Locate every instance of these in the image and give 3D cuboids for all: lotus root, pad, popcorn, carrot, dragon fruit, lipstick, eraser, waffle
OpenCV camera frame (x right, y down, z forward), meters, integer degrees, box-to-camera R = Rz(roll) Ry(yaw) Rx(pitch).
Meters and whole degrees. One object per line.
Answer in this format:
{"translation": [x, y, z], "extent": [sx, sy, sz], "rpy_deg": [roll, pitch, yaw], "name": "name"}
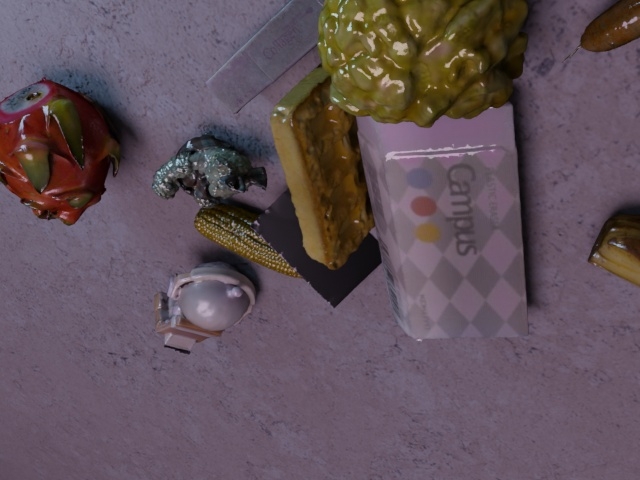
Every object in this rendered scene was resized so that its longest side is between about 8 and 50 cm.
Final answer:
{"translation": [0.412, 0.017, 1.140], "extent": [0.135, 0.095, 0.159], "rpy_deg": [25, 180, 21], "name": "lotus root"}
{"translation": [0.000, 0.000, 1.416], "extent": [0.127, 0.004, 0.190], "rpy_deg": [-44, 99, 10], "name": "pad"}
{"translation": [0.121, -0.225, 0.999], "extent": [0.212, 0.259, 0.259], "rpy_deg": [34, 146, 39], "name": "popcorn"}
{"translation": [0.367, -0.248, 0.909], "extent": [0.298, 0.078, 0.078], "rpy_deg": [-21, 115, 43], "name": "carrot"}
{"translation": [-0.440, -0.145, 1.493], "extent": [0.224, 0.224, 0.227], "rpy_deg": [-3, 131, 38], "name": "dragon fruit"}
{"translation": [-0.039, -0.272, 1.189], "extent": [0.066, 0.068, 0.317], "rpy_deg": [46, 139, -13], "name": "lipstick"}
{"translation": [0.170, -0.028, 1.242], "extent": [0.213, 0.082, 0.397], "rpy_deg": [-3, 129, 14], "name": "eraser"}
{"translation": [0.018, -0.108, 1.233], "extent": [0.057, 0.168, 0.274], "rpy_deg": [15, 138, 31], "name": "waffle"}

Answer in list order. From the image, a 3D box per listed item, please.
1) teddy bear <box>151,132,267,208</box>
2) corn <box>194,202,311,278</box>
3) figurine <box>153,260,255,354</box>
{"translation": [-0.162, -0.115, 1.407], "extent": [0.133, 0.111, 0.213], "rpy_deg": [10, 170, -38], "name": "teddy bear"}
{"translation": [-0.106, -0.004, 1.489], "extent": [0.231, 0.080, 0.080], "rpy_deg": [22, 138, 17], "name": "corn"}
{"translation": [-0.209, 0.106, 1.648], "extent": [0.162, 0.141, 0.237], "rpy_deg": [20, 145, -26], "name": "figurine"}
